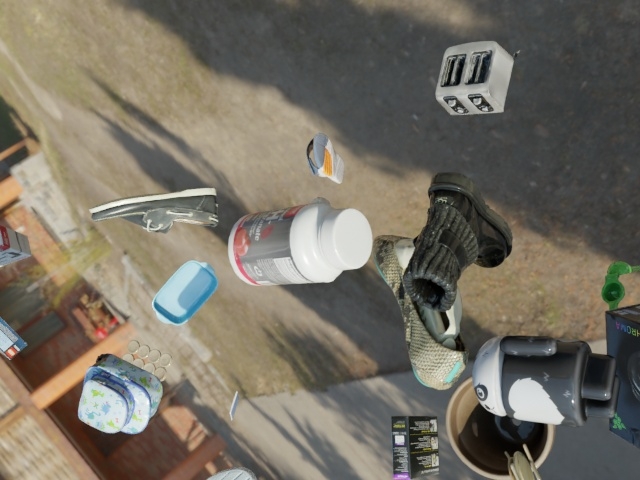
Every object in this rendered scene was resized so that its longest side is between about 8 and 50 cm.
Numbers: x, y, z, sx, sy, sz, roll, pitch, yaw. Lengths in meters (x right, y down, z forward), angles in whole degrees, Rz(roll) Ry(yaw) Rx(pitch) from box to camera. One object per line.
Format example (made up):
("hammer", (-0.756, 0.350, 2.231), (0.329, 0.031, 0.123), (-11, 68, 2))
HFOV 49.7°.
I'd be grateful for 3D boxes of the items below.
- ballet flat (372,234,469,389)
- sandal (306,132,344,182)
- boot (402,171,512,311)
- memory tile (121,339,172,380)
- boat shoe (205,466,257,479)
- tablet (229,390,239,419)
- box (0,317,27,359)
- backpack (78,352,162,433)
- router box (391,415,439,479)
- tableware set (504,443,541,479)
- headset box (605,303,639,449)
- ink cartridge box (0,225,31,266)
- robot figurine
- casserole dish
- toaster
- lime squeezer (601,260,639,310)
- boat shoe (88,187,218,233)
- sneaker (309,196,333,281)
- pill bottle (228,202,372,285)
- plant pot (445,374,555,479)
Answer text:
("ballet flat", (0.255, 0.117, 1.649), (0.483, 0.164, 0.182), (-103, 32, -43))
("sandal", (0.002, -0.226, 2.005), (0.076, 0.102, 0.265), (4, 166, 18))
("boot", (0.298, 0.045, 1.493), (0.131, 0.260, 0.348), (-4, 150, 38))
("memory tile", (-0.463, 0.333, 1.814), (0.148, 0.113, 0.012), (17, 171, 24))
("boat shoe", (-0.197, 0.486, 1.271), (0.083, 0.226, 0.076), (59, -165, 20))
("tablet", (-0.199, 0.381, 1.591), (0.006, 0.054, 0.083), (15, 154, 3))
("box", (-0.689, 0.152, 1.389), (0.233, 0.044, 0.159), (3, 134, 54))
("backpack", (-0.311, 0.246, 1.067), (0.114, 0.084, 0.105), (21, 113, 1))
("router box", (0.215, 0.463, 1.555), (0.046, 0.133, 0.179), (-9, 163, 29))
("tableware set", (0.409, 0.511, 1.348), (0.039, 0.128, 0.194), (-27, 81, 27))
("headset box", (0.676, 0.285, 1.313), (0.246, 0.131, 0.283), (-150, 53, -72))
("ink cartridge box", (-0.760, 0.016, 1.623), (0.135, 0.099, 0.056), (64, -173, -78))
("robot figurine", (0.443, 0.280, 1.381), (0.278, 0.173, 0.209), (1, 94, 32))
("casserole dish", (-0.349, 0.130, 1.775), (0.114, 0.188, 0.037), (43, 179, -26))
("toaster", (0.415, -0.435, 1.835), (0.168, 0.186, 0.110), (6, 168, 42))
("lime squeezer", (0.698, 0.120, 1.614), (0.058, 0.310, 0.110), (-1, 127, 40))
("boat shoe", (-0.299, -0.049, 1.262), (0.084, 0.233, 0.079), (-174, 79, -65))
("sneaker", (0.000, 0.000, 1.689), (0.094, 0.080, 0.212), (-48, -50, -87))
("pill bottle", (-0.045, 0.009, 1.557), (0.318, 0.176, 0.176), (-7, 122, 42))
("plant pot", (0.479, 0.461, 1.757), (0.263, 0.263, 0.229), (38, -171, 31))
